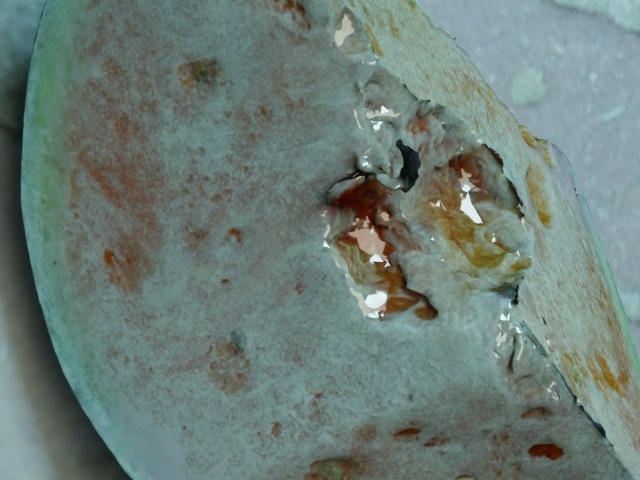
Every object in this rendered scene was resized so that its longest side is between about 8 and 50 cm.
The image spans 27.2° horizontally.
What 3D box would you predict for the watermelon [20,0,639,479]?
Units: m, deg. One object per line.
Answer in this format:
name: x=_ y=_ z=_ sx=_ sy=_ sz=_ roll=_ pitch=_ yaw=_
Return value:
watermelon: x=0.003 y=-0.001 z=0.570 sx=0.322 sy=0.188 sz=0.175 roll=65 pitch=24 yaw=-1
